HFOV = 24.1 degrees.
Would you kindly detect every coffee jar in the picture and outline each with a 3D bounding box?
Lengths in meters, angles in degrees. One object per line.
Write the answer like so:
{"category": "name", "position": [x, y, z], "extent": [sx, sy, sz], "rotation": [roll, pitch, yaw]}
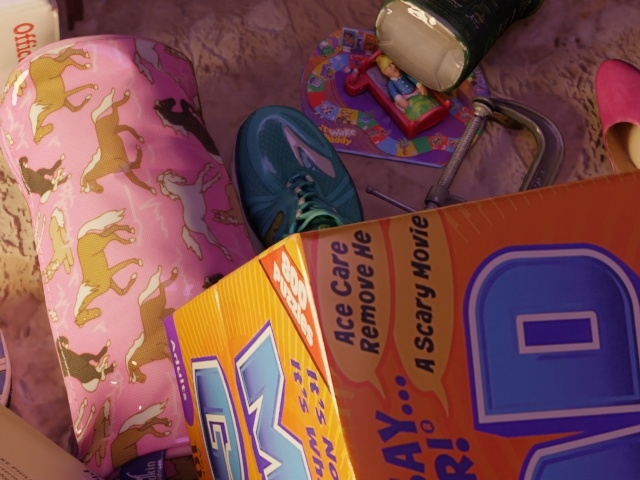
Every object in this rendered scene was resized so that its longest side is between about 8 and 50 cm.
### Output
{"category": "coffee jar", "position": [0.135, -0.215, 1.328], "extent": [0.096, 0.079, 0.184], "rotation": [38, 53, 11]}

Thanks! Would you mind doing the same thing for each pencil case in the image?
{"category": "pencil case", "position": [-0.139, 0.025, 1.158], "extent": [0.167, 0.160, 0.386], "rotation": [7, 55, -40]}

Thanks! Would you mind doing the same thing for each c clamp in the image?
{"category": "c clamp", "position": [0.136, -0.066, 1.288], "extent": [0.137, 0.022, 0.160], "rotation": [34, 65, 1]}

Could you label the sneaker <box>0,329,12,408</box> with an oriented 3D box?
{"category": "sneaker", "position": [-0.279, 0.129, 1.132], "extent": [0.080, 0.081, 0.211], "rotation": [0, 63, -4]}

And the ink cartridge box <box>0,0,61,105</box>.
{"category": "ink cartridge box", "position": [-0.355, -0.165, 1.206], "extent": [0.273, 0.198, 0.114], "rotation": [-16, 77, -12]}

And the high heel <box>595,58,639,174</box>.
{"category": "high heel", "position": [0.256, -0.039, 1.262], "extent": [0.117, 0.082, 0.244], "rotation": [-13, 77, -22]}

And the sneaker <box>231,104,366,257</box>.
{"category": "sneaker", "position": [0.000, 0.000, 1.205], "extent": [0.107, 0.110, 0.275], "rotation": [-13, 64, -11]}

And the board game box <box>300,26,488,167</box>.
{"category": "board game box", "position": [0.067, -0.136, 1.324], "extent": [0.169, 0.033, 0.133], "rotation": [9, 62, 1]}

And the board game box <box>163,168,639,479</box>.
{"category": "board game box", "position": [0.143, 0.163, 0.889], "extent": [0.357, 0.356, 0.356], "rotation": [-11, 84, -18]}

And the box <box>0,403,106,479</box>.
{"category": "box", "position": [-0.220, 0.201, 0.919], "extent": [0.214, 0.243, 0.117], "rotation": [34, 99, 8]}
